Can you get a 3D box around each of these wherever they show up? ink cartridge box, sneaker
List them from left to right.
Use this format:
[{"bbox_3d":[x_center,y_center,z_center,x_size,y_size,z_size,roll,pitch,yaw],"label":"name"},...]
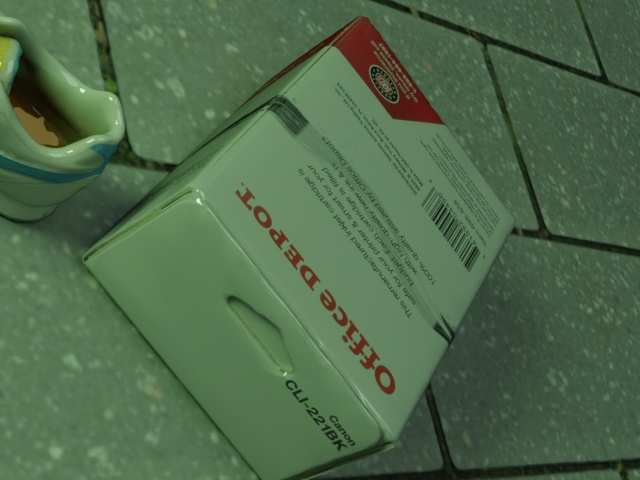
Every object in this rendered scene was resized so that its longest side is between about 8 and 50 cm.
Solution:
[{"bbox_3d":[-0.213,-0.098,0.669,0.228,0.092,0.087,30,48,-32],"label":"sneaker"},{"bbox_3d":[0.000,0.000,0.830,0.197,0.114,0.273,52,37,-11],"label":"ink cartridge box"}]
